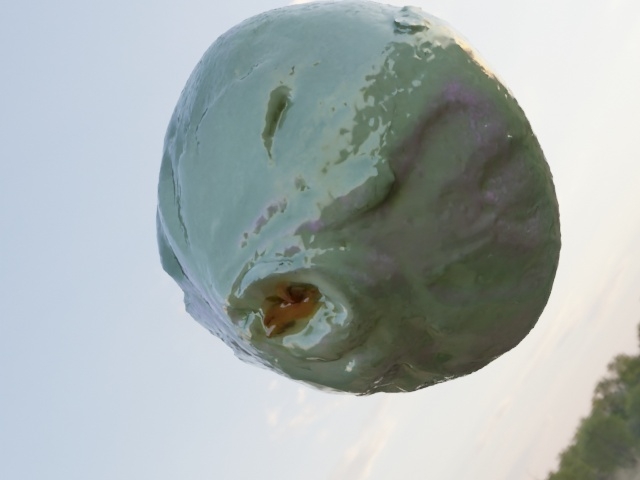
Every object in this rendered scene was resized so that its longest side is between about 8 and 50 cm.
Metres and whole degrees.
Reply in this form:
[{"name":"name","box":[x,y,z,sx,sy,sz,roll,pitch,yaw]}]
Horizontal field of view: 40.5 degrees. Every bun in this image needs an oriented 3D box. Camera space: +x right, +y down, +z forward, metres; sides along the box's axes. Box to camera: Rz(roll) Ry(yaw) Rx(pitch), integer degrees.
[{"name":"bun","box":[0.000,0.000,0.567,0.187,0.293,0.293,-44,-25,-44]}]
